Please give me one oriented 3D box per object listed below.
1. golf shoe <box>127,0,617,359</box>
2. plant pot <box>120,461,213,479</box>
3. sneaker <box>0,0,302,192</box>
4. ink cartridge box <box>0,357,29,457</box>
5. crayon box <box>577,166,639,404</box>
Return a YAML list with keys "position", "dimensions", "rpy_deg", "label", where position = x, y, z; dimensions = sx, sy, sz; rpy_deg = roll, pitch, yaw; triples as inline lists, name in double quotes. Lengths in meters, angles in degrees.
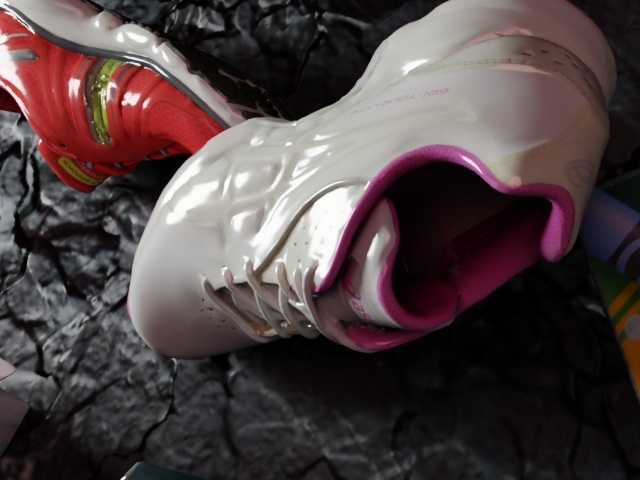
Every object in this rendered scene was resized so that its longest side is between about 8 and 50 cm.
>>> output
- position: [0.000, 0.000, 0.453]
  dimensions: [0.306, 0.115, 0.140]
  rpy_deg: [-33, 29, 33]
  label: "golf shoe"
- position: [0.005, 0.227, 0.385]
  dimensions: [0.234, 0.165, 0.165]
  rpy_deg: [24, 78, 20]
  label: "plant pot"
- position: [-0.122, -0.079, 0.608]
  dimensions: [0.279, 0.107, 0.118]
  rpy_deg: [29, 98, 31]
  label: "sneaker"
- position: [-0.258, 0.119, 0.561]
  dimensions: [0.092, 0.090, 0.143]
  rpy_deg: [21, 77, 26]
  label: "ink cartridge box"
- position: [0.283, 0.020, 0.348]
  dimensions: [0.323, 0.083, 0.203]
  rpy_deg: [-23, 60, 19]
  label: "crayon box"
